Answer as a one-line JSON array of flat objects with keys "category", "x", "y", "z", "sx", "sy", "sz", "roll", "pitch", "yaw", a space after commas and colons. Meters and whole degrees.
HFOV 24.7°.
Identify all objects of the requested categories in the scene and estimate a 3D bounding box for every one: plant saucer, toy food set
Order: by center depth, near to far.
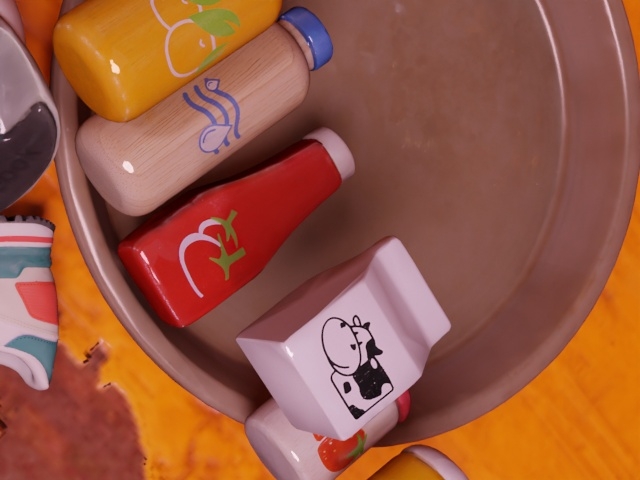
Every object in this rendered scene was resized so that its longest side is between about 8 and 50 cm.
[{"category": "toy food set", "x": 0.000, "y": 0.000, "z": 0.526, "sx": 0.104, "sy": 0.111, "sz": 0.232, "roll": -37, "pitch": 104, "yaw": -21}, {"category": "plant saucer", "x": 0.017, "y": -0.052, "z": 0.619, "sx": 0.278, "sy": 0.041, "sz": 0.277, "roll": -1, "pitch": 91, "yaw": -26}]

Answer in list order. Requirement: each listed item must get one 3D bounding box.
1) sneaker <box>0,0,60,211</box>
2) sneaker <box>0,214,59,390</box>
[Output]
[{"category": "sneaker", "x": -0.231, "y": -0.113, "z": 0.422, "sx": 0.330, "sy": 0.122, "sz": 0.146, "roll": 25, "pitch": 38, "yaw": -47}, {"category": "sneaker", "x": -0.167, "y": 0.035, "z": 0.517, "sx": 0.161, "sy": 0.057, "sz": 0.075, "roll": -8, "pitch": 89, "yaw": -29}]
